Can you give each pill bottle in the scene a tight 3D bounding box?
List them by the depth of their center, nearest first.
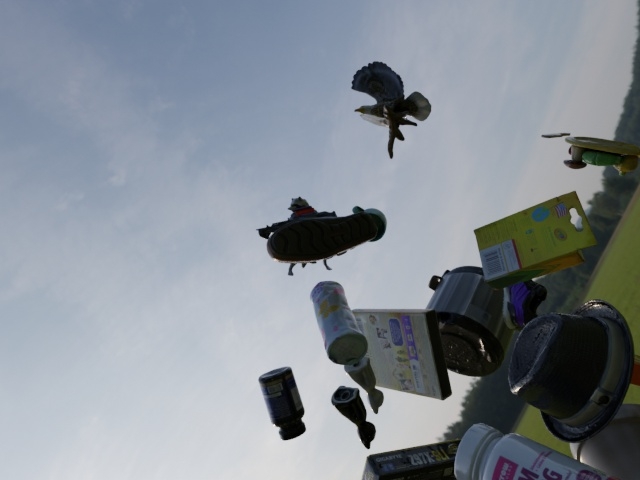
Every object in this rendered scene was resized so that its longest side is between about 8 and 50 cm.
[{"bbox_3d":[0.416,0.476,0.861,0.160,0.283,0.160,-7,-79,-40],"label":"pill bottle"},{"bbox_3d":[-0.125,0.553,1.526,0.123,0.123,0.219,-12,-97,-53],"label":"pill bottle"}]

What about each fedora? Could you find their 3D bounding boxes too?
[{"bbox_3d":[0.535,0.276,1.018,0.334,0.152,0.334,18,-90,-89],"label":"fedora"}]

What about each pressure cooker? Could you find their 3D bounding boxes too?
[{"bbox_3d":[0.650,0.317,1.914,0.370,0.375,0.420,52,-128,-18],"label":"pressure cooker"}]

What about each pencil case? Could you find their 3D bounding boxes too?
[{"bbox_3d":[0.049,0.232,1.296,0.113,0.273,0.124,-35,-57,7],"label":"pencil case"}]

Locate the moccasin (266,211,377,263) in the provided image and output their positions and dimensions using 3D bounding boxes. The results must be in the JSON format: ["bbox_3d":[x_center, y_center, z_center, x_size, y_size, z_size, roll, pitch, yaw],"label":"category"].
[{"bbox_3d":[-0.002,-0.003,1.347,0.380,0.139,0.147,-20,-14,-42],"label":"moccasin"}]

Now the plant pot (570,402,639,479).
[{"bbox_3d":[0.950,0.705,1.323,0.280,0.323,0.323,-59,-17,-64],"label":"plant pot"}]

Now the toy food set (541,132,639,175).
[{"bbox_3d":[0.645,-0.199,1.056,0.128,0.218,0.071,-17,-59,-39],"label":"toy food set"}]

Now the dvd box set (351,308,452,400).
[{"bbox_3d":[0.277,0.409,1.677,0.062,0.420,0.307,-11,-91,-37],"label":"dvd box set"}]

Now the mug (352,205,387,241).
[{"bbox_3d":[0.212,-0.083,1.883,0.097,0.129,0.158,-58,-43,-64],"label":"mug"}]

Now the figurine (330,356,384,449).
[{"bbox_3d":[0.134,0.503,1.409,0.209,0.092,0.215,63,-149,-21],"label":"figurine"}]

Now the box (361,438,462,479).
[{"bbox_3d":[0.262,0.705,1.262,0.322,0.079,0.257,1,-68,-22],"label":"box"}]

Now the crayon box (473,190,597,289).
[{"bbox_3d":[0.647,0.005,1.360,0.081,0.318,0.202,33,-135,-38],"label":"crayon box"}]

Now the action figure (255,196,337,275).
[{"bbox_3d":[-0.104,-0.022,1.910,0.341,0.178,0.330,-5,-82,-10],"label":"action figure"}]

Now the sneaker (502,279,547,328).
[{"bbox_3d":[0.745,0.171,1.627,0.102,0.146,0.293,26,-121,-37],"label":"sneaker"}]

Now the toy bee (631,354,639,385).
[{"bbox_3d":[0.862,0.341,1.040,0.162,0.298,0.195,-5,-52,-60],"label":"toy bee"}]

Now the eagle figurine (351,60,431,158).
[{"bbox_3d":[0.221,-0.467,1.556,0.225,0.298,0.226,24,-59,-21],"label":"eagle figurine"}]
